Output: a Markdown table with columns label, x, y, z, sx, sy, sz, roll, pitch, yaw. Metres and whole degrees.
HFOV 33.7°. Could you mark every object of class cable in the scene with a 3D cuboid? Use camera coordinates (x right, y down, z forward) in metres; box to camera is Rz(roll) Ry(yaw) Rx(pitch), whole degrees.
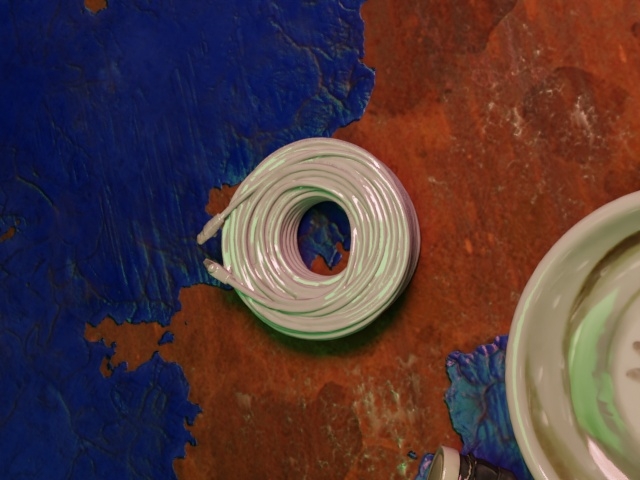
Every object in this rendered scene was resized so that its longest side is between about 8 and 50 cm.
| label | x | y | z | sx | sy | sz | roll | pitch | yaw |
| --- | --- | --- | --- | --- | --- | --- | --- | --- | --- |
| cable | 0.000 | 0.000 | 1.346 | 0.257 | 0.089 | 0.257 | 44 | 103 | 19 |

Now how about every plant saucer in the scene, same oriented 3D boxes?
| label | x | y | z | sx | sy | sz | roll | pitch | yaw |
| --- | --- | --- | --- | --- | --- | --- | --- | --- | --- |
| plant saucer | 0.390 | 0.143 | 1.088 | 0.400 | 0.100 | 0.400 | -5 | 81 | 38 |

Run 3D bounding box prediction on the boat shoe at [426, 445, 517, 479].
| label | x | y | z | sx | sy | sz | roll | pitch | yaw |
| --- | --- | --- | --- | --- | --- | --- | --- | --- | --- |
| boat shoe | 0.159 | 0.416 | 1.239 | 0.113 | 0.127 | 0.340 | 11 | 89 | -3 |
